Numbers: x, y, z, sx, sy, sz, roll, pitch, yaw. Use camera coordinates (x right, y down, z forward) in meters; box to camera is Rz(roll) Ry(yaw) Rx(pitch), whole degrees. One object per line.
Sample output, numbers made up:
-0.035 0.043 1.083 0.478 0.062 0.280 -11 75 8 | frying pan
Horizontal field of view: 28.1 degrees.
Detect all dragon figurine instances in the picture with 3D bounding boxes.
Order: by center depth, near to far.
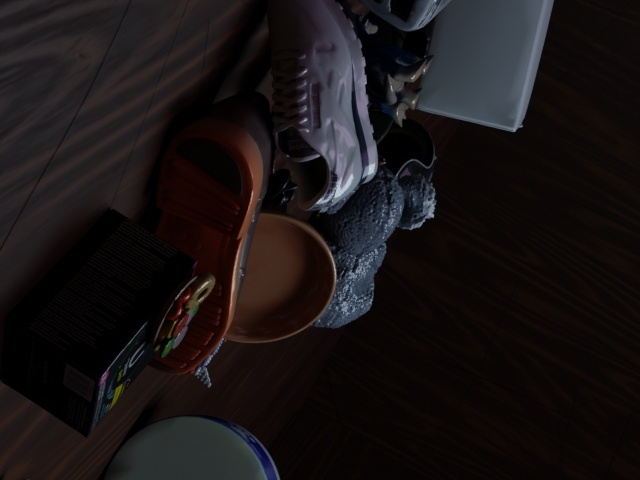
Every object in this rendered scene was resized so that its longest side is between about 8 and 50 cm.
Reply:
0.048 -0.204 1.517 0.289 0.144 0.085 -53 163 -67 | dragon figurine

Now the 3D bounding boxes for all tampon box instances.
-0.207 0.077 1.203 0.161 0.101 0.120 -52 171 -37 | tampon box

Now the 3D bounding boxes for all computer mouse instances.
-0.026 -0.147 1.449 0.184 0.060 0.262 -8 -117 64 | computer mouse

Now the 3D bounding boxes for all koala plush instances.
0.036 -0.018 1.676 0.221 0.196 0.203 -49 -138 38 | koala plush

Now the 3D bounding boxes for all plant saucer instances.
-0.081 0.040 1.592 0.037 0.200 0.200 -96 -151 -55 | plant saucer

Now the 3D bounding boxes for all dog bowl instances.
-0.195 0.395 1.934 0.265 0.265 0.104 -57 169 -4 | dog bowl

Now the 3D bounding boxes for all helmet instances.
0.116 -0.128 2.208 0.161 0.169 0.169 -15 139 -55 | helmet

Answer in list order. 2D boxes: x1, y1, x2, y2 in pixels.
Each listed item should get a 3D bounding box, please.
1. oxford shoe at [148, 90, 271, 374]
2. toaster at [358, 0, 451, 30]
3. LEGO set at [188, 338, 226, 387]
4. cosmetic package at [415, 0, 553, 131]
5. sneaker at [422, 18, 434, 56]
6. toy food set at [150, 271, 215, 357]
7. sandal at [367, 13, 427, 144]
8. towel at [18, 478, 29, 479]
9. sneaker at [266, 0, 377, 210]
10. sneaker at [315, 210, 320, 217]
-0.121 0.001 1.375 0.363 0.130 0.132 -64 176 39 | oxford shoe
0.124 -0.351 1.514 0.146 0.129 0.227 -48 170 -33 | toaster
-0.149 0.128 1.958 0.182 0.060 0.244 -53 172 -7 | LEGO set
0.254 -0.352 1.806 0.197 0.155 0.365 -38 142 -76 | cosmetic package
0.223 -0.342 2.053 0.101 0.153 0.268 -55 172 -16 | sneaker
-0.131 0.069 1.190 0.082 0.020 0.083 -64 171 26 | toy food set
0.053 -0.198 1.732 0.303 0.120 0.086 -52 -176 -38 | sandal
-0.441 0.449 1.393 0.332 0.053 0.317 -49 169 -46 | towel
-0.011 -0.146 1.287 0.095 0.090 0.235 -33 114 -38 | sneaker
0.000 0.000 2.324 0.185 0.070 0.084 -55 167 -10 | sneaker
